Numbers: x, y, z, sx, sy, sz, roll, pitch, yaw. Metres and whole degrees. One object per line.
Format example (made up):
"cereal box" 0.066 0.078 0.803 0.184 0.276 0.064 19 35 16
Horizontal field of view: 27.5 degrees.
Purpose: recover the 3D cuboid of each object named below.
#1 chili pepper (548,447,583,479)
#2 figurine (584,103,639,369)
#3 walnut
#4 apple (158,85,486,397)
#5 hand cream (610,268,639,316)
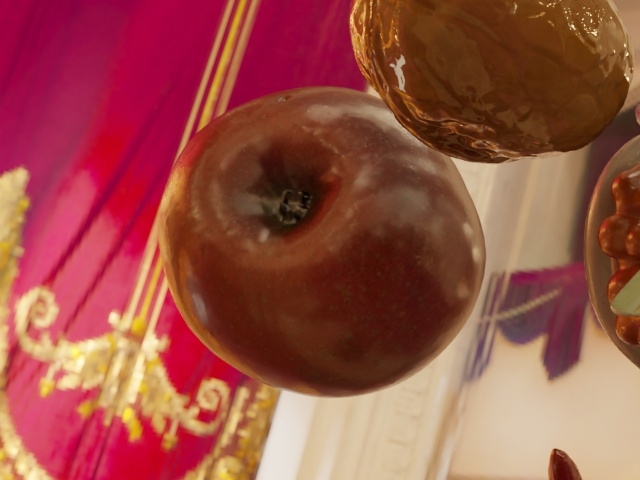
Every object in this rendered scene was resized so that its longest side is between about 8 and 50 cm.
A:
"chili pepper" 0.309 0.372 1.645 0.063 0.071 0.272 15 -59 33
"figurine" 0.362 0.002 0.858 0.205 0.225 0.382 8 -7 -37
"walnut" 0.112 -0.129 0.843 0.206 0.159 0.159 26 -21 -38
"apple" 0.000 0.000 1.406 0.348 0.348 0.277 9 -22 19
"hand cream" 0.319 0.025 0.675 0.306 0.147 0.093 8 -55 38
